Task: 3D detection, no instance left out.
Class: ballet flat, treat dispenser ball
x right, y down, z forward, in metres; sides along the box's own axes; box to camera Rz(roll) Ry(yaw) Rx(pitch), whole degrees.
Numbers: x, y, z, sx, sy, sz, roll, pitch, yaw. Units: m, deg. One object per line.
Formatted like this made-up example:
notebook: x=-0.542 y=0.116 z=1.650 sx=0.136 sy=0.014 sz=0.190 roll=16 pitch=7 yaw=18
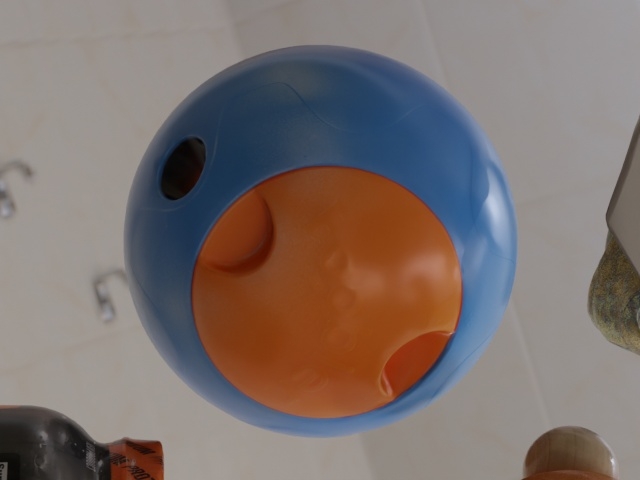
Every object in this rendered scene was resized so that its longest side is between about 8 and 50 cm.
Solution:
ballet flat: x=0.332 y=-0.061 z=1.417 sx=0.123 sy=0.348 sz=0.123 roll=25 pitch=170 yaw=5
treat dispenser ball: x=0.000 y=0.000 z=1.168 sx=0.288 sy=0.288 sz=0.288 roll=-17 pitch=180 yaw=0

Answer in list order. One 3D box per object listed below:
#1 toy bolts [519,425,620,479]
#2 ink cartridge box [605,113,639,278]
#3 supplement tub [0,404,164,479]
toy bolts: x=0.168 y=0.240 z=1.016 sx=0.218 sy=0.158 sz=0.228 roll=26 pitch=136 yaw=-19
ink cartridge box: x=0.371 y=0.001 z=0.675 sx=0.395 sy=0.285 sz=0.166 roll=-13 pitch=143 yaw=-18
supplement tub: x=-0.265 y=0.203 z=0.962 sx=0.338 sy=0.207 sz=0.207 roll=1 pitch=178 yaw=-8
